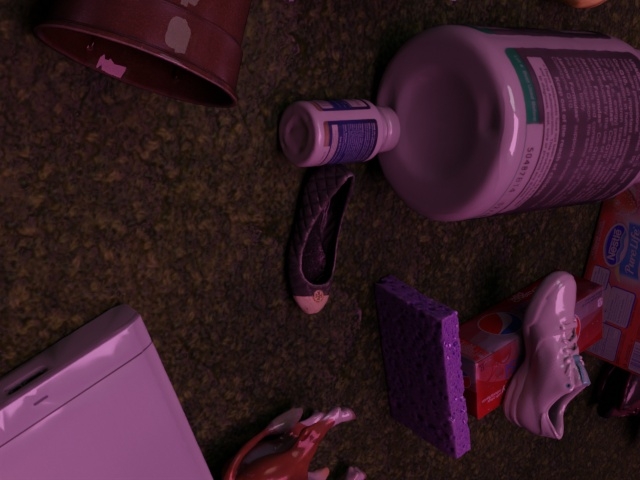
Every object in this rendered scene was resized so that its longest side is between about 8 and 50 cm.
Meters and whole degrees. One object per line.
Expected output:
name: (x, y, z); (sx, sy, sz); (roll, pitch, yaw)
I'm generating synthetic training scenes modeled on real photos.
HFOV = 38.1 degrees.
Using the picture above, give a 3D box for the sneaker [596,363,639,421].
sneaker: (0.525, 0.283, 1.539); (0.163, 0.106, 0.281); (-26, 112, -25)

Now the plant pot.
plant pot: (-0.120, -0.212, 0.741); (0.167, 0.167, 0.165); (22, 84, -44)

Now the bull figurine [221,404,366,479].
bull figurine: (-0.009, 0.326, 1.086); (0.188, 0.101, 0.310); (-43, 132, -24)

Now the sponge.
sponge: (0.123, 0.153, 1.116); (0.031, 0.117, 0.210); (-27, 123, -29)

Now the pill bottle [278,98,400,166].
pill bottle: (0.022, -0.112, 0.957); (0.120, 0.067, 0.067); (-9, 112, -38)

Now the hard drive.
hard drive: (-0.221, 0.265, 0.914); (0.233, 0.047, 0.353); (-34, 127, -26)

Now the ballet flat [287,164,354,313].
ballet flat: (0.000, 0.000, 0.995); (0.057, 0.049, 0.173); (-6, 111, -38)

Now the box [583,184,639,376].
box: (0.496, 0.038, 1.370); (0.142, 0.154, 0.299); (0, 106, -41)

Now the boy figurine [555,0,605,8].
boy figurine: (0.385, -0.384, 1.146); (0.285, 0.092, 0.177); (-53, 133, -11)

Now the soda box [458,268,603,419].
soda box: (0.272, 0.135, 1.261); (0.263, 0.083, 0.092); (-24, 120, -32)

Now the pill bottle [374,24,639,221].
pill bottle: (0.254, -0.136, 1.054); (0.361, 0.204, 0.204); (-8, 112, -38)

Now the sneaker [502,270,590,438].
sneaker: (0.303, 0.147, 1.171); (0.080, 0.094, 0.212); (0, 106, -39)
